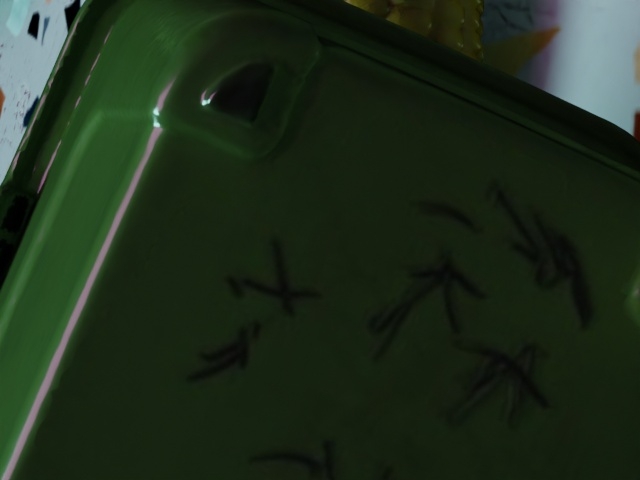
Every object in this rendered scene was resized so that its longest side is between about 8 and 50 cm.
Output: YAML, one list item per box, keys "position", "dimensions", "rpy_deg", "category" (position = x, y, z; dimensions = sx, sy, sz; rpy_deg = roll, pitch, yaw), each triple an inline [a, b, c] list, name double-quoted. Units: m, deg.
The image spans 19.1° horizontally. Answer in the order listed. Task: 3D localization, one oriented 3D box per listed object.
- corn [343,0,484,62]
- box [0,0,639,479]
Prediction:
- position: [0.000, 0.000, 0.856]
  dimensions: [0.131, 0.131, 0.344]
  rpy_deg: [22, 103, 60]
  category: "corn"
- position: [-0.014, 0.078, 0.658]
  dimensions: [0.178, 0.252, 0.329]
  rpy_deg: [-159, 90, -79]
  category: "box"
